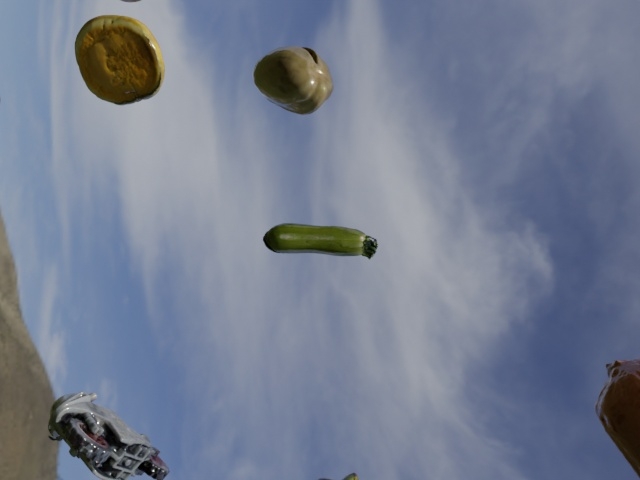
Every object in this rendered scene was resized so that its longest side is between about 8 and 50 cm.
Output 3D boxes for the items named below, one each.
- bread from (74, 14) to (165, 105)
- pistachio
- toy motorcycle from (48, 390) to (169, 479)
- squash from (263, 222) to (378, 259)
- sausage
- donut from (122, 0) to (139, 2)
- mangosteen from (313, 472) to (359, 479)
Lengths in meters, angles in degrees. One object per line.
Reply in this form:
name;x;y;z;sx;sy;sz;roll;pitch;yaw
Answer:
bread;-0.229;-0.204;0.842;0.024;0.110;0.110;-70;-177;-60
pistachio;-0.053;-0.299;1.373;0.185;0.124;0.124;18;-77;48
toy motorcycle;-0.283;0.265;0.971;0.122;0.215;0.080;36;-100;29
squash;0.000;0.000;1.174;0.052;0.184;0.052;4;90;-86
sausage;0.462;0.265;0.961;0.148;0.148;0.254;-46;-113;46
donut;-0.260;-0.509;1.151;0.317;0.150;0.299;7;-116;28
mangosteen;0.023;0.460;1.156;0.194;0.194;0.230;-48;-159;45
